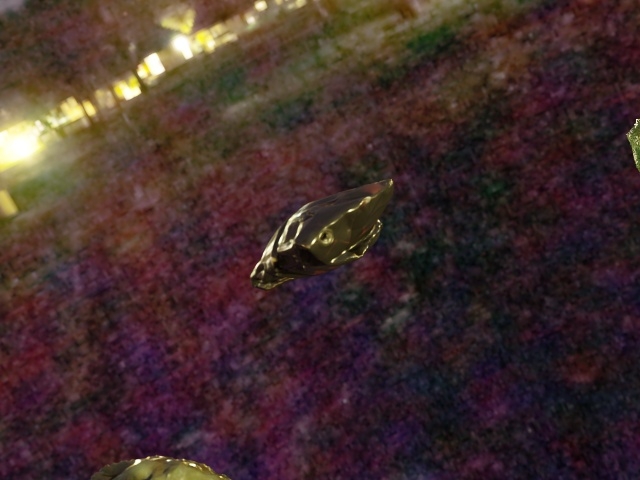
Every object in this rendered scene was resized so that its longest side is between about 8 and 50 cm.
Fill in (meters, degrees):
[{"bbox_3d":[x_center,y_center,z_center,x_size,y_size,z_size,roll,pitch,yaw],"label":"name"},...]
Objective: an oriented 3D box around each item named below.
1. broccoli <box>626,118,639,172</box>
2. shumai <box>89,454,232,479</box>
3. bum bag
[{"bbox_3d":[0.231,-0.062,0.400,0.194,0.194,0.219,-9,27,51],"label":"broccoli"},{"bbox_3d":[-0.107,0.214,0.546,0.184,0.184,0.142,-34,14,-24],"label":"shumai"},{"bbox_3d":[-0.001,-0.001,0.433,0.057,0.034,0.124,-30,1,-20],"label":"bum bag"}]
